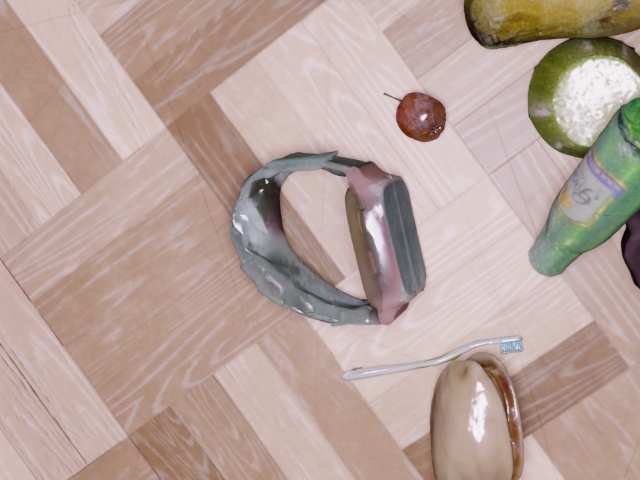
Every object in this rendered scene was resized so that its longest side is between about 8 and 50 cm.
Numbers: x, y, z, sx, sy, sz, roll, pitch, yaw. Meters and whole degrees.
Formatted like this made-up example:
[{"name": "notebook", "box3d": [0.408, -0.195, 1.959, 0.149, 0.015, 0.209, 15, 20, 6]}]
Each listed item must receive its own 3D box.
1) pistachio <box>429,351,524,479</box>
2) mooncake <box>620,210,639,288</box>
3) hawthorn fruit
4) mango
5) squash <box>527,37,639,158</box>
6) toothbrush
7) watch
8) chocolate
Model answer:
[{"name": "pistachio", "box3d": [0.213, 0.267, 1.452, 0.152, 0.126, 0.223, 17, 109, 47]}, {"name": "mooncake", "box3d": [0.531, -0.018, 1.361, 0.283, 0.141, 0.283, 1, 96, 12]}, {"name": "hawthorn fruit", "box3d": [0.128, -0.181, 1.460, 0.067, 0.067, 0.103, -49, 56, 11]}, {"name": "mango", "box3d": [0.343, -0.354, 1.355, 0.329, 0.175, 0.176, -6, 72, 28]}, {"name": "squash", "box3d": [0.358, -0.185, 1.387, 0.170, 0.123, 0.170, 2, 102, 10]}, {"name": "toothbrush", "box3d": [0.157, 0.167, 1.503, 0.263, 0.022, 0.026, -11, 82, 10]}, {"name": "watch", "box3d": [0.000, 0.000, 1.452, 0.241, 0.162, 0.253, -12, 93, 18]}, {"name": "chocolate", "box3d": [0.352, -0.051, 1.342, 0.110, 0.110, 0.291, 34, 142, 5]}]
